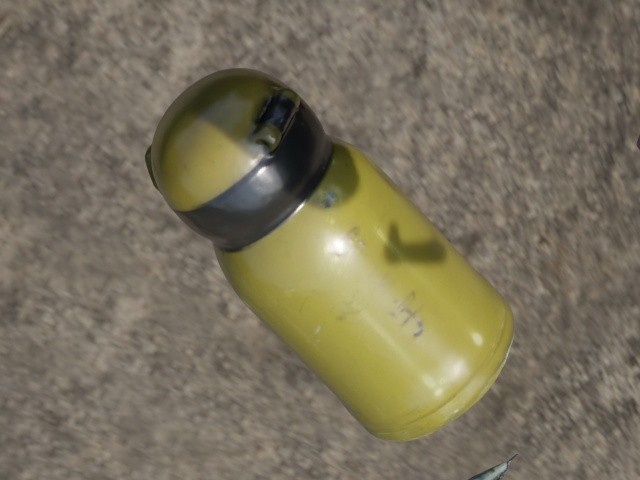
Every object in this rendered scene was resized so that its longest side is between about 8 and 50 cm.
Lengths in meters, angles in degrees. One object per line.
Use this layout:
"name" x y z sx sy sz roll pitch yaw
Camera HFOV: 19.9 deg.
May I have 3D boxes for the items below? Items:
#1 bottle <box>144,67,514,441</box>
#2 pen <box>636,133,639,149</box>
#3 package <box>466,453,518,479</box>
"bottle" 0.000 0.000 1.537 0.171 0.351 0.171 -33 28 20
"pen" 0.176 -0.061 0.701 0.026 0.218 0.026 11 111 31
"package" 0.035 0.117 0.701 0.110 0.037 0.015 -29 72 -33
